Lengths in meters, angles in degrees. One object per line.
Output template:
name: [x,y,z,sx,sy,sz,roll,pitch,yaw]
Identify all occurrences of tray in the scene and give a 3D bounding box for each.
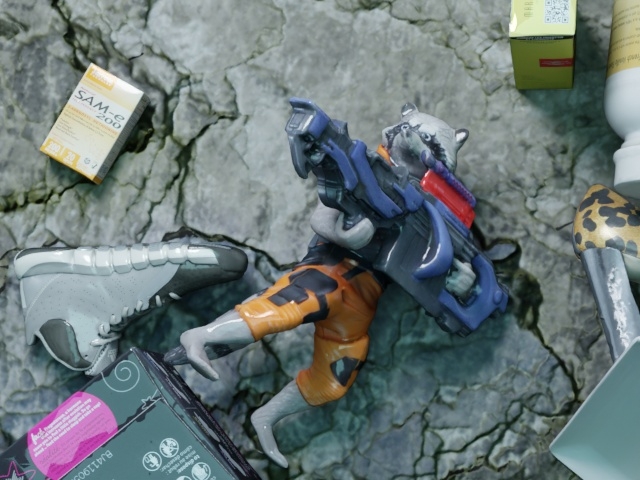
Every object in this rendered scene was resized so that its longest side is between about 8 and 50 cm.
tray: [0.292,0.170,1.576,0.145,0.270,0.030,38,64,9]

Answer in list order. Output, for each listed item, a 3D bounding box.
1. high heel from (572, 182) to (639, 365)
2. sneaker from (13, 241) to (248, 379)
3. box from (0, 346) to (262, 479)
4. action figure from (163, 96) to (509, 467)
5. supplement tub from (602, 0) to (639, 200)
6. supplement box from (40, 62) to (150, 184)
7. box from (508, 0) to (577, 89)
high heel: [0.365,0.011,1.674,0.261,0.093,0.186,-9,63,-6]
sneaker: [-0.175,0.069,1.729,0.229,0.086,0.132,-2,88,16]
box: [-0.201,0.235,1.676,0.247,0.142,0.163,-39,82,2]
action figure: [0.000,0.000,1.637,0.330,0.341,0.178,-49,41,-12]
supplement tub: [0.369,-0.189,1.615,0.228,0.228,0.316,7,84,7]
supplement box: [-0.216,-0.112,1.770,0.062,0.036,0.098,29,87,8]
box: [0.198,-0.195,1.632,0.058,0.232,0.087,2,83,7]
